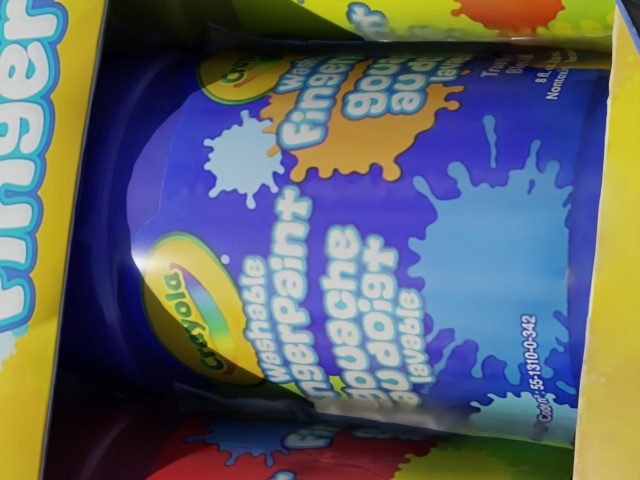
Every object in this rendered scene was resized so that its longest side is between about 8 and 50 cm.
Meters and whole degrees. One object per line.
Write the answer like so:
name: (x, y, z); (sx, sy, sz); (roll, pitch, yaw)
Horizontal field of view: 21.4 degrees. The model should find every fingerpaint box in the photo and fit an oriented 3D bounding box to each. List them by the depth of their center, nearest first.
fingerpaint box: (0.000, 0.000, 0.668); (0.371, 0.163, 0.445); (4, 80, 23)

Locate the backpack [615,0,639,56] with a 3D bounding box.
backpack: (0.134, -0.106, 0.418); (0.116, 0.158, 0.173); (-10, 69, -32)
